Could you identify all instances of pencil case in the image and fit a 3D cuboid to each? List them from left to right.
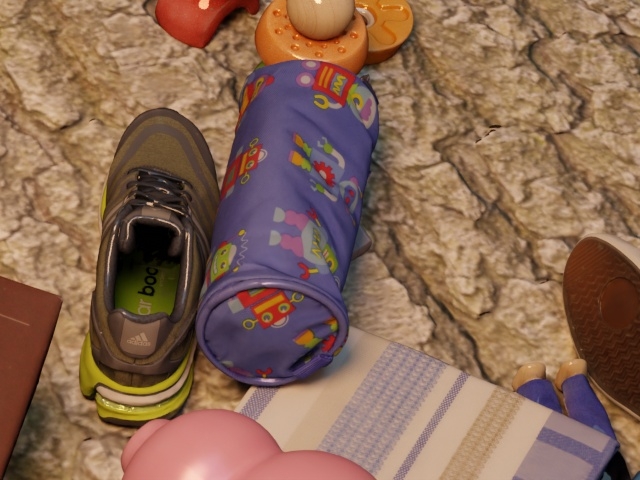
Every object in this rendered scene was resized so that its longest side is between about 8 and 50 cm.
[{"bbox_3d":[-0.022,-0.020,1.543,0.133,0.119,0.306,36,38,-23],"label":"pencil case"}]

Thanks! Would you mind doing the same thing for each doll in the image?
[{"bbox_3d":[0.214,0.182,1.502,0.129,0.046,0.189,-3,52,-13],"label":"doll"}]

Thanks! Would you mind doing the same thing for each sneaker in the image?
[{"bbox_3d":[-0.129,-0.001,1.529,0.111,0.121,0.300,6,50,-8],"label":"sneaker"},{"bbox_3d":[0.311,0.111,1.566,0.123,0.106,0.290,3,43,-43],"label":"sneaker"}]

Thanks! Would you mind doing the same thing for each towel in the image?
[{"bbox_3d":[0.064,0.175,1.460,0.285,0.034,0.209,22,50,17],"label":"towel"}]

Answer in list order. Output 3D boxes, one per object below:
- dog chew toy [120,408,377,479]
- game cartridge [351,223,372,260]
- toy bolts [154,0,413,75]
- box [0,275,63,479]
[{"bbox_3d":[-0.007,0.241,1.300,0.332,0.206,0.206,39,54,19],"label":"dog chew toy"},{"bbox_3d":[0.000,0.000,1.626,0.083,0.017,0.056,-19,61,-25],"label":"game cartridge"},{"bbox_3d":[-0.025,-0.241,1.724,0.228,0.158,0.218,34,52,16],"label":"toy bolts"},{"bbox_3d":[-0.317,0.185,1.247,0.191,0.143,0.381,19,48,-7],"label":"box"}]
